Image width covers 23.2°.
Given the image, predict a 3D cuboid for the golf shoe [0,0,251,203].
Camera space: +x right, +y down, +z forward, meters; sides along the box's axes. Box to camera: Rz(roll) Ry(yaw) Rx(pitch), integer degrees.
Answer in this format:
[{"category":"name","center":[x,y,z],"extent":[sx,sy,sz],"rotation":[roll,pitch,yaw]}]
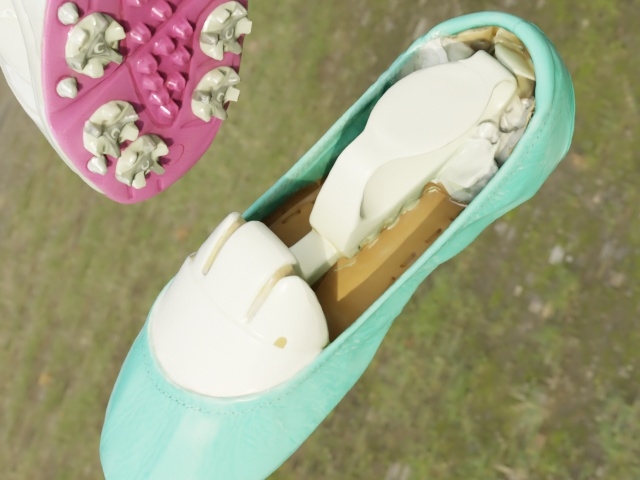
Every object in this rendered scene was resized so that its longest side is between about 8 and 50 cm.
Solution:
[{"category":"golf shoe","center":[-0.116,-0.147,0.624],"extent":[0.115,0.306,0.140],"rotation":[-40,51,-24]}]

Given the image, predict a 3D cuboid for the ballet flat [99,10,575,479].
[{"category":"ballet flat","center":[0.000,0.000,0.583],"extent":[0.247,0.083,0.087],"rotation":[-45,-27,-13]}]
